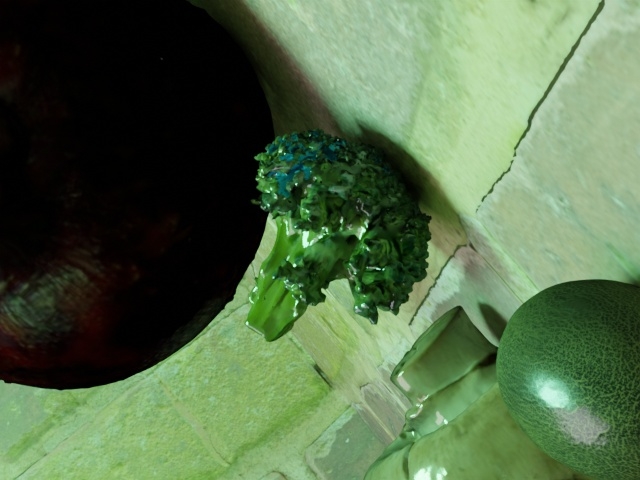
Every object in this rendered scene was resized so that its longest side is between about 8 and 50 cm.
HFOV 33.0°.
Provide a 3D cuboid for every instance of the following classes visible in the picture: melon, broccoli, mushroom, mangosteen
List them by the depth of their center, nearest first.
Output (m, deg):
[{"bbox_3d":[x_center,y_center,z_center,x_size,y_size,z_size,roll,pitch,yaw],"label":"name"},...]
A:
[{"bbox_3d":[0.140,0.067,0.532,0.098,0.098,0.131,55,174,-22],"label":"melon"},{"bbox_3d":[0.000,0.000,0.788,0.167,0.160,0.154,38,-164,15],"label":"broccoli"},{"bbox_3d":[0.110,0.174,0.822,0.195,0.189,0.253,48,168,4],"label":"mushroom"},{"bbox_3d":[-0.207,-0.078,0.973,0.381,0.421,0.381,16,123,26],"label":"mangosteen"}]
